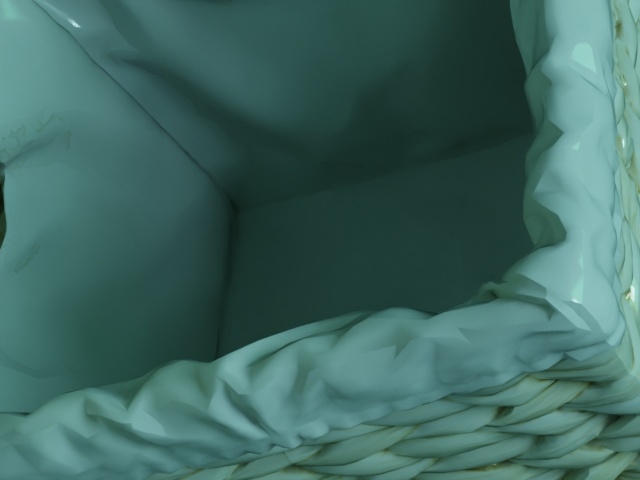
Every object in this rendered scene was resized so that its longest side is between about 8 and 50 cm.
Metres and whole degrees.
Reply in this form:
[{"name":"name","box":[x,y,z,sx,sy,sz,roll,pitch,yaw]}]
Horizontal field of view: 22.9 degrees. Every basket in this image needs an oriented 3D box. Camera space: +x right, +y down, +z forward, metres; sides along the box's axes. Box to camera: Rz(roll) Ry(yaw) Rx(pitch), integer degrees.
[{"name":"basket","box":[0.000,0.000,0.669,0.266,0.331,0.328,50,33,-43]}]
